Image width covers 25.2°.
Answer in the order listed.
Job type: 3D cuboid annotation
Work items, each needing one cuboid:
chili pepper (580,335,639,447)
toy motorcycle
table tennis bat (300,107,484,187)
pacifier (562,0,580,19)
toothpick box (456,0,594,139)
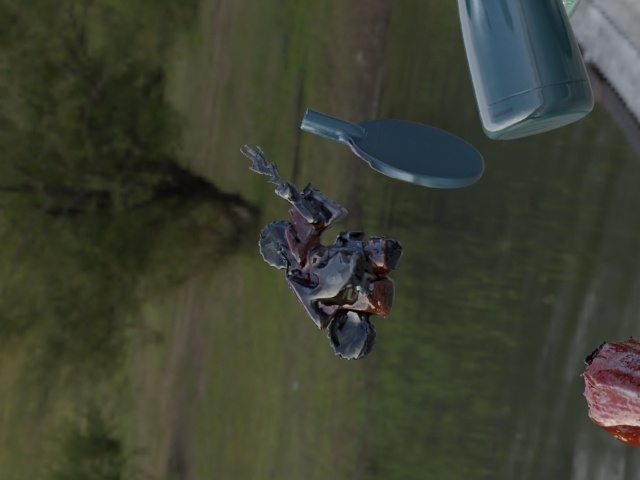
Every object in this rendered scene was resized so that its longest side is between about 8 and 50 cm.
[{"bbox_3d":[0.442,0.210,1.728,0.252,0.136,0.144,16,110,55],"label":"chili pepper"},{"bbox_3d":[0.000,0.000,2.440,0.207,0.401,0.134,-42,-13,18],"label":"toy motorcycle"},{"bbox_3d":[0.128,-0.168,2.514,0.215,0.329,0.044,-75,1,-60],"label":"table tennis bat"},{"bbox_3d":[0.302,-0.352,1.968,0.150,0.116,0.127,99,-172,-75],"label":"pacifier"},{"bbox_3d":[0.208,-0.207,1.510,0.120,0.120,0.184,136,119,-79],"label":"toothpick box"}]
